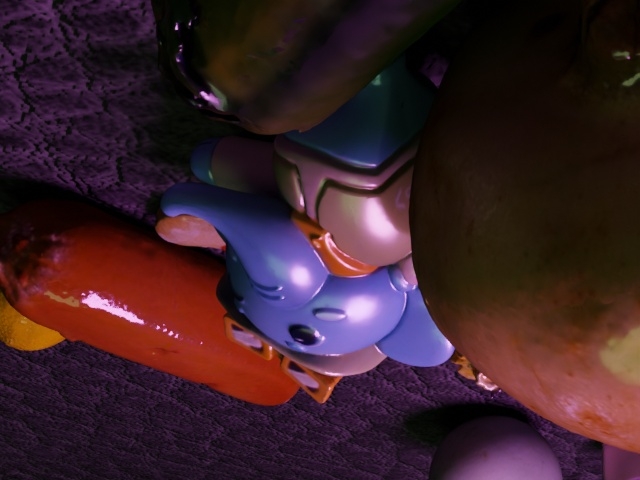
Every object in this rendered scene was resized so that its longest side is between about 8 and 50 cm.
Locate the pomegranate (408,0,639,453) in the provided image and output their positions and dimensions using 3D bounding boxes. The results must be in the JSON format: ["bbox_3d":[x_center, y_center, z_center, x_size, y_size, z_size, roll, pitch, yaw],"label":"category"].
[{"bbox_3d":[0.190,-0.019,0.655,0.307,0.307,0.307,1,155,1],"label":"pomegranate"}]

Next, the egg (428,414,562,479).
[{"bbox_3d":[0.197,0.274,1.411,0.149,0.149,0.192,-3,162,10],"label":"egg"}]

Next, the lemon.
[{"bbox_3d":[-0.238,0.050,1.036,0.082,0.082,0.111,10,147,-18],"label":"lemon"}]

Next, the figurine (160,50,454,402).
[{"bbox_3d":[-0.002,-0.018,0.804,0.180,0.154,0.262,1,130,9],"label":"figurine"}]

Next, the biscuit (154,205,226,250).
[{"bbox_3d":[0.000,0.000,0.977,0.234,0.030,0.153,22,150,-36],"label":"biscuit"}]

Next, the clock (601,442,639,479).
[{"bbox_3d":[0.448,0.272,1.486,0.192,0.071,0.147,18,150,-32],"label":"clock"}]

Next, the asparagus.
[{"bbox_3d":[0.060,-0.169,0.520,0.128,0.108,0.382,18,148,-29],"label":"asparagus"}]

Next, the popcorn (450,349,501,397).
[{"bbox_3d":[0.158,0.107,1.138,0.084,0.084,0.084,1,155,1],"label":"popcorn"}]

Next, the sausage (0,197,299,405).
[{"bbox_3d":[-0.116,0.056,1.021,0.094,0.097,0.348,-11,154,40],"label":"sausage"}]
